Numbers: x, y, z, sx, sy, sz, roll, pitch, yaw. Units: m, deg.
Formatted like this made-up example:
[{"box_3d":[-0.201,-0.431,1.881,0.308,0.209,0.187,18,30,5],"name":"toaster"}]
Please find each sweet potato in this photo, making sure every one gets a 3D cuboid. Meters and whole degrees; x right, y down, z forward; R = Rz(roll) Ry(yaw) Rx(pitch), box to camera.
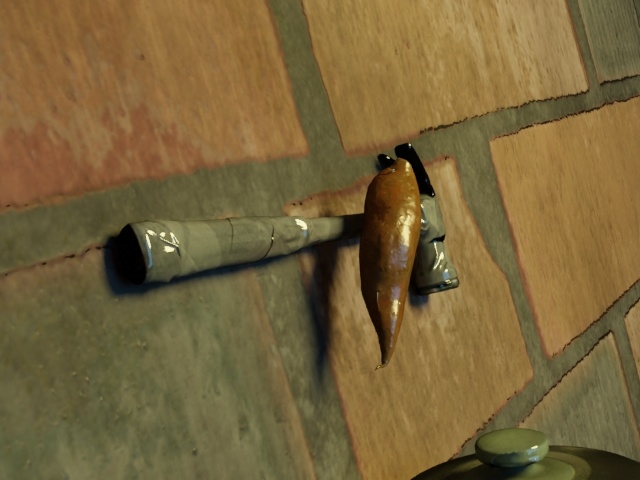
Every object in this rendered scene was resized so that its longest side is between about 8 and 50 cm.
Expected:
[{"box_3d":[0.057,0.016,0.756,0.056,0.056,0.195,31,59,-46],"name":"sweet potato"}]

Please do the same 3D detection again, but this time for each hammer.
[{"box_3d":[-0.001,0.000,0.757,0.426,0.044,0.152,-12,88,-55],"name":"hammer"}]

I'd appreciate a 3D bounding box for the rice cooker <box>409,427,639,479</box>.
[{"box_3d":[0.175,0.298,0.720,0.316,0.264,0.317,-1,92,-14],"name":"rice cooker"}]
